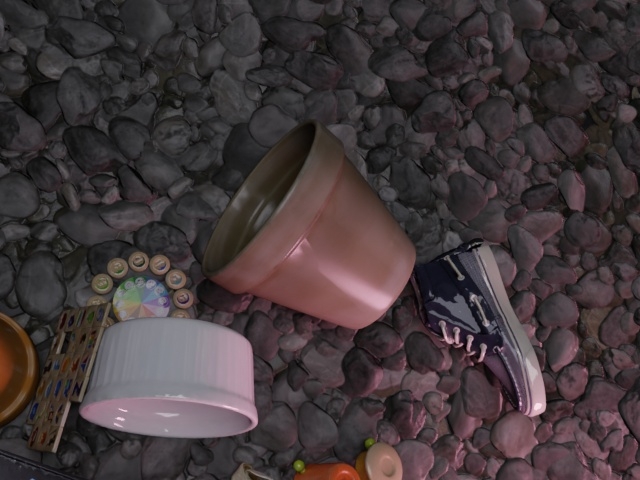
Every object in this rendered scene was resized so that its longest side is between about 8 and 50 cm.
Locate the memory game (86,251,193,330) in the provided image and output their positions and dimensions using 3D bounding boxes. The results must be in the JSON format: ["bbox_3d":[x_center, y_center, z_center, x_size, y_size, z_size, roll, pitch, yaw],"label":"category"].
[{"bbox_3d":[-0.315,0.109,1.608,0.186,0.012,0.186,4,73,-12],"label":"memory game"}]

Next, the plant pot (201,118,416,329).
[{"bbox_3d":[0.000,0.000,1.581,0.280,0.323,0.323,35,69,-19],"label":"plant pot"}]

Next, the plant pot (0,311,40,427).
[{"bbox_3d":[-0.554,0.192,1.433,0.205,0.188,0.205,3,73,-10],"label":"plant pot"}]

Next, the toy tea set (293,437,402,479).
[{"bbox_3d":[0.058,0.510,1.543,0.200,0.124,0.336,5,67,-42],"label":"toy tea set"}]

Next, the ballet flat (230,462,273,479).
[{"bbox_3d":[-0.082,0.424,1.509,0.168,0.057,0.052,29,95,29],"label":"ballet flat"}]

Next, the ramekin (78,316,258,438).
[{"bbox_3d":[-0.235,0.221,1.462,0.277,0.277,0.135,7,65,-11],"label":"ramekin"}]

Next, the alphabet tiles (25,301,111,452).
[{"bbox_3d":[-0.409,0.218,1.465,0.009,0.198,0.237,25,68,-32],"label":"alphabet tiles"}]

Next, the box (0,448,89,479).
[{"bbox_3d":[-0.422,0.463,1.278,0.293,0.073,0.295,26,63,-17],"label":"box"}]

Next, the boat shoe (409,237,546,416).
[{"bbox_3d":[0.277,0.173,1.675,0.158,0.127,0.340,-16,70,-10],"label":"boat shoe"}]
